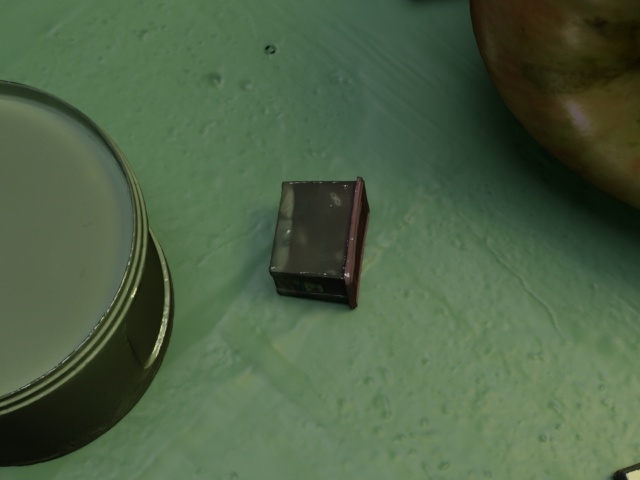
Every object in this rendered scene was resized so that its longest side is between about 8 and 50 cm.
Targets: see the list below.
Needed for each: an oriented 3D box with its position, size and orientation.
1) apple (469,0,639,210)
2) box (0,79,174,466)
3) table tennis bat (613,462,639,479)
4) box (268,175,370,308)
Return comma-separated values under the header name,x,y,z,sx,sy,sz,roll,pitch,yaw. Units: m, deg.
name,x,y,z,sx,sy,sz,roll,pitch,yaw
apple,0.305,-0.195,0.615,0.392,0.391,0.346,30,63,12
box,-0.219,0.025,0.639,0.226,0.149,0.226,0,67,-1
table tennis bat,0.305,0.133,0.663,0.221,0.019,0.130,-19,67,-10
box,0.000,0.000,0.701,0.063,0.060,0.084,4,67,10
